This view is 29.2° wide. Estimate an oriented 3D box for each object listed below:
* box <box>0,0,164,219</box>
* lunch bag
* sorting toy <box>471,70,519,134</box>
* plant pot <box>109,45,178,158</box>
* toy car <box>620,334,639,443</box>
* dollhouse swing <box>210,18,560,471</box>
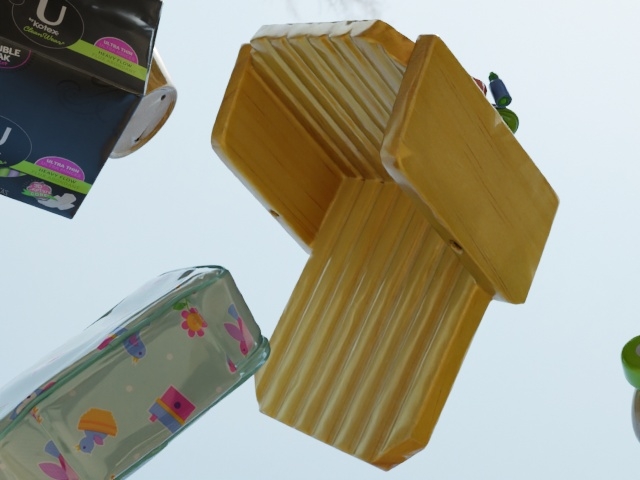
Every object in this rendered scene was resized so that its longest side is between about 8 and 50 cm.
[{"bbox_3d":[-0.104,-0.058,0.463,0.062,0.083,0.052,20,-131,-20],"label":"box"},{"bbox_3d":[-0.185,0.132,1.080,0.279,0.224,0.108,-37,-81,-25],"label":"lunch bag"},{"bbox_3d":[0.156,-0.138,1.205,0.102,0.061,0.042,34,-149,-42],"label":"sorting toy"},{"bbox_3d":[-0.301,-0.226,1.502,0.254,0.237,0.237,43,-116,12],"label":"plant pot"},{"bbox_3d":[0.382,0.134,1.087,0.188,0.155,0.149,4,-138,35],"label":"toy car"},{"bbox_3d":[0.000,0.000,1.232,0.305,0.347,0.315,-51,-60,-16],"label":"dollhouse swing"}]
